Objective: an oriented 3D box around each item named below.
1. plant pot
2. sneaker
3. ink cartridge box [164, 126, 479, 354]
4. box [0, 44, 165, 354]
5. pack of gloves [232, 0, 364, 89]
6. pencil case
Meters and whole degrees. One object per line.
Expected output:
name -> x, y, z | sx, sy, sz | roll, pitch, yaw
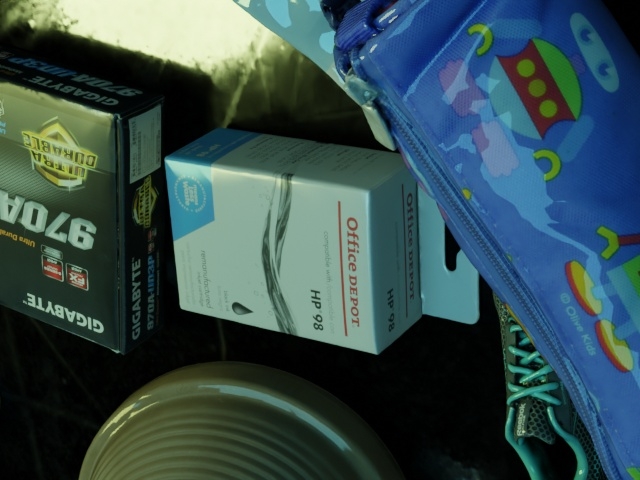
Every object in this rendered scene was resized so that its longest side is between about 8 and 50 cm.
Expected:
plant pot -> -0.062, 0.205, 0.881 | 0.237, 0.110, 0.237 | 6, 109, 16
sneaker -> 0.127, 0.078, 0.747 | 0.065, 0.076, 0.166 | -12, 104, 37
ink cartridge box -> 0.000, 0.000, 0.808 | 0.180, 0.060, 0.104 | 10, 116, 31
box -> -0.206, -0.039, 0.938 | 0.220, 0.051, 0.175 | 19, 121, 26
pack of gloves -> 0.040, -0.177, 0.723 | 0.232, 0.046, 0.195 | 40, 124, 4
pencil case -> 0.122, -0.014, 0.654 | 0.306, 0.133, 0.119 | 56, 163, -8
